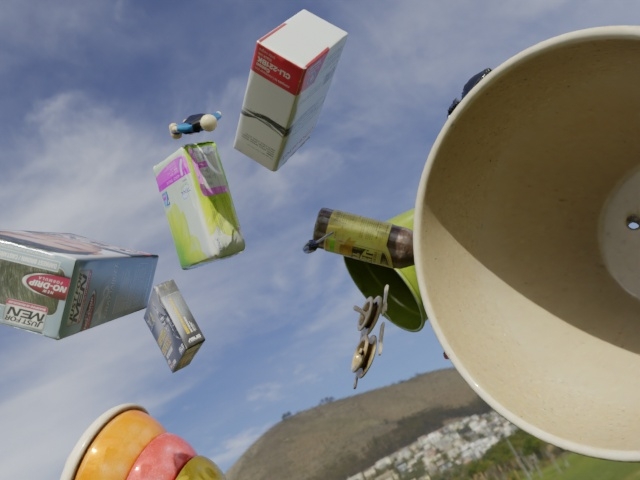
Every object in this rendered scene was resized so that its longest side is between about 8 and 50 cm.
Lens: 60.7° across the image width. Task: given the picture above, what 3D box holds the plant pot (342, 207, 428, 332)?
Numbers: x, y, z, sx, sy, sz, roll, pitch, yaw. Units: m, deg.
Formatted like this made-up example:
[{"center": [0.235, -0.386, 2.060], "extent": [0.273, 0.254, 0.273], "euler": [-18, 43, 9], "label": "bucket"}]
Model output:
[{"center": [0.324, 0.050, 1.807], "extent": [0.353, 0.366, 0.367], "euler": [-37, -24, -19], "label": "plant pot"}]

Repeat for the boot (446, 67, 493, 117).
[{"center": [0.382, -0.253, 1.050], "extent": [0.246, 0.207, 0.094], "euler": [-43, 10, -10], "label": "boot"}]

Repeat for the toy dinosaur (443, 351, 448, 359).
[{"center": [0.375, 0.302, 1.505], "extent": [0.082, 0.047, 0.090], "euler": [-33, -18, 7], "label": "toy dinosaur"}]

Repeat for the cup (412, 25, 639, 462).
[{"center": [0.285, 0.000, 0.501], "extent": [0.236, 0.331, 0.331], "euler": [-3, -37, -36], "label": "cup"}]

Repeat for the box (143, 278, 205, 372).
[{"center": [-0.391, 0.231, 1.445], "extent": [0.056, 0.183, 0.231], "euler": [-24, -15, -34], "label": "box"}]

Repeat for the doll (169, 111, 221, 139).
[{"center": [-0.284, -0.268, 1.258], "extent": [0.129, 0.046, 0.189], "euler": [-27, 18, -27], "label": "doll"}]

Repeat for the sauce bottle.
[{"center": [0.153, 0.007, 1.354], "extent": [0.344, 0.112, 0.111], "euler": [14, -27, 12], "label": "sauce bottle"}]

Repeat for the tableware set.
[{"center": [0.085, 0.181, 1.076], "extent": [0.039, 0.194, 0.128], "euler": [23, -52, -5], "label": "tableware set"}]

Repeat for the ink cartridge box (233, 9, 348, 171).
[{"center": [-0.067, -0.311, 1.158], "extent": [0.197, 0.114, 0.273], "euler": [-53, -9, -42], "label": "ink cartridge box"}]

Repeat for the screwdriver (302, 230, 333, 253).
[{"center": [0.000, 0.000, 0.990], "extent": [0.025, 0.024, 0.170], "euler": [-25, -3, -25], "label": "screwdriver"}]

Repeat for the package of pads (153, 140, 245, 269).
[{"center": [-0.312, -0.085, 1.398], "extent": [0.101, 0.297, 0.229], "euler": [-18, 2, -38], "label": "package of pads"}]

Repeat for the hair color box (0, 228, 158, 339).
[{"center": [-0.412, 0.056, 0.881], "extent": [0.185, 0.114, 0.374], "euler": [13, 0, -1], "label": "hair color box"}]

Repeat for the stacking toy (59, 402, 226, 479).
[{"center": [-0.346, 0.618, 1.327], "extent": [0.479, 0.351, 0.351], "euler": [9, -23, 17], "label": "stacking toy"}]

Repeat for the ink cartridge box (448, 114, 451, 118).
[{"center": [0.277, -0.185, 0.865], "extent": [0.088, 0.052, 0.122], "euler": [-2, -4, -34], "label": "ink cartridge box"}]
